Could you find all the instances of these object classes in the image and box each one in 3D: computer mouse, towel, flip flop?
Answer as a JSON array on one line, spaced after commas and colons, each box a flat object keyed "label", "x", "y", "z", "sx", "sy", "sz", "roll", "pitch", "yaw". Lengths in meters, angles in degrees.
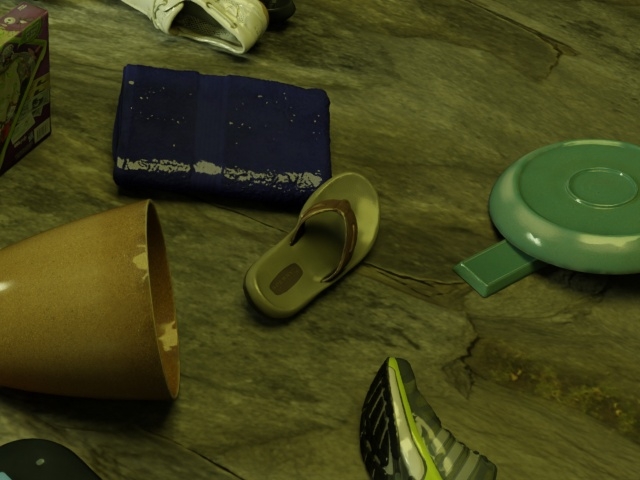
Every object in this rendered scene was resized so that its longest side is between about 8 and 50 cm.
[{"label": "computer mouse", "x": -0.159, "y": -0.380, "z": 2.400, "sx": 0.242, "sy": 0.041, "sz": 0.071, "roll": 9, "pitch": 38, "yaw": 7}, {"label": "towel", "x": -0.140, "y": -0.142, "z": 2.121, "sx": 0.308, "sy": 0.076, "sz": 0.228, "roll": 6, "pitch": 49, "yaw": -7}, {"label": "flip flop", "x": 0.000, "y": 0.000, "z": 1.965, "sx": 0.112, "sy": 0.080, "sz": 0.277, "roll": 43, "pitch": 49, "yaw": 4}]

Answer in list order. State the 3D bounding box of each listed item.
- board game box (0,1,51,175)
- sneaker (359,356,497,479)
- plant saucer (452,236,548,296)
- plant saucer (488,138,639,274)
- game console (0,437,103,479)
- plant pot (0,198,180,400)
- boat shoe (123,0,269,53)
[{"label": "board game box", "x": -0.469, "y": -0.143, "z": 1.939, "sx": 0.056, "sy": 0.208, "sz": 0.347, "roll": 26, "pitch": 43, "yaw": 14}, {"label": "sneaker", "x": 0.133, "y": 0.263, "z": 1.732, "sx": 0.121, "sy": 0.111, "sz": 0.300, "roll": 2, "pitch": 48, "yaw": -26}, {"label": "plant saucer", "x": 0.274, "y": 0.020, "z": 2.076, "sx": 0.192, "sy": 0.018, "sz": 0.067, "roll": -25, "pitch": 53, "yaw": -33}, {"label": "plant saucer", "x": 0.400, "y": -0.062, "z": 2.127, "sx": 0.317, "sy": 0.044, "sz": 0.318, "roll": 0, "pitch": 36, "yaw": 0}, {"label": "game console", "x": -0.322, "y": 0.391, "z": 1.506, "sx": 0.342, "sy": 0.060, "sz": 0.386, "roll": 36, "pitch": 48, "yaw": 25}, {"label": "plant pot", "x": -0.306, "y": 0.086, "z": 1.743, "sx": 0.254, "sy": 0.237, "sz": 0.237, "roll": -8, "pitch": 44, "yaw": 1}, {"label": "boat shoe", "x": -0.222, "y": -0.365, "z": 2.316, "sx": 0.277, "sy": 0.098, "sz": 0.096, "roll": 20, "pitch": 50, "yaw": 10}]
